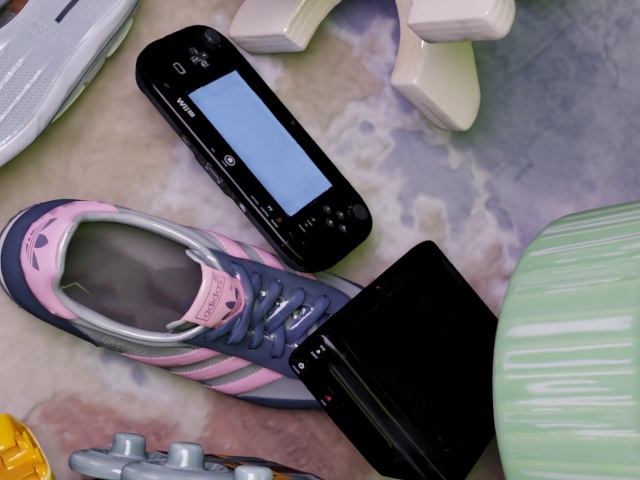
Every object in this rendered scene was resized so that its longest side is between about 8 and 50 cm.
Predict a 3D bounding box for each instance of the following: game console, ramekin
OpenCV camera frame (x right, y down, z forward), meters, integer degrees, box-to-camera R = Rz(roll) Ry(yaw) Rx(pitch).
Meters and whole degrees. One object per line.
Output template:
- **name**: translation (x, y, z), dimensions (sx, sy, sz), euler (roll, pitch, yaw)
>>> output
- **game console**: translation (0.000, 0.000, 0.907), dimensions (0.044, 0.213, 0.361), euler (-41, 88, 29)
- **ramekin**: translation (0.249, 0.109, 0.932), dimensions (0.303, 0.148, 0.304), euler (11, 76, -51)

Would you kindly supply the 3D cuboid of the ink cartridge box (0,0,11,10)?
- **ink cartridge box**: translation (-0.292, -0.215, 0.863), dimensions (0.139, 0.082, 0.191), euler (-45, 103, -12)

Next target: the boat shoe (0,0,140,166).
- **boat shoe**: translation (-0.196, -0.107, 0.893), dimensions (0.083, 0.076, 0.226), euler (42, 77, 13)

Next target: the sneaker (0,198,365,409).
- **sneaker**: translation (-0.063, 0.053, 0.904), dimensions (0.319, 0.131, 0.112), euler (15, 83, -19)

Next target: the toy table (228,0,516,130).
- **toy table**: translation (0.054, -0.203, 0.896), dimensions (0.274, 0.252, 0.161), euler (31, 73, -28)

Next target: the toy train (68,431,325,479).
- **toy train**: translation (-0.041, 0.200, 0.820), dimensions (0.190, 0.334, 0.142), euler (8, 85, -31)

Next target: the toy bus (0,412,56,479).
- **toy bus**: translation (-0.246, 0.243, 0.811), dimensions (0.220, 0.149, 0.211), euler (-27, 110, -19)
